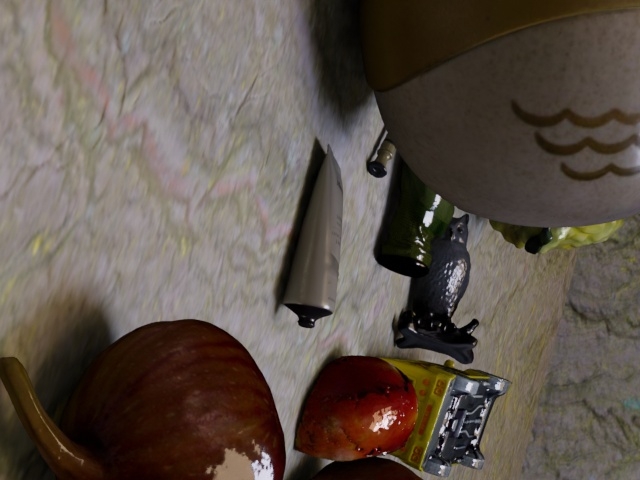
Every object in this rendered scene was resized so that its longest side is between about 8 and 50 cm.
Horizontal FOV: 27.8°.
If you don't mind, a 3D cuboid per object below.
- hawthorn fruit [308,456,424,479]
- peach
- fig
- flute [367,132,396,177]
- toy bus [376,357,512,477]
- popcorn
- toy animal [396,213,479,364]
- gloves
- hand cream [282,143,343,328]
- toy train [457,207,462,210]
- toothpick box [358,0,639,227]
[{"bbox_3d":[0.081,0.365,1.522,0.208,0.248,0.208,-40,136,-54],"label":"hawthorn fruit"},{"bbox_3d":[0.041,0.194,1.536,0.172,0.127,0.092,-9,121,-44],"label":"peach"},{"bbox_3d":[-0.128,0.149,0.907,0.207,0.175,0.175,-11,113,-55],"label":"fig"},{"bbox_3d":[0.107,-0.166,1.592,0.027,0.027,0.233,82,27,-49],"label":"flute"},{"bbox_3d":[0.159,0.241,1.832,0.330,0.152,0.144,20,89,-70],"label":"toy bus"},{"bbox_3d":[0.410,-0.105,2.171,0.237,0.293,0.293,10,94,-29],"label":"popcorn"},{"bbox_3d":[0.181,0.066,1.879,0.117,0.121,0.210,104,-1,-72],"label":"toy animal"},{"bbox_3d":[0.153,-0.079,1.670,0.268,0.107,0.135,-57,151,-6],"label":"gloves"},{"bbox_3d":[0.000,0.000,1.349,0.087,0.054,0.186,57,41,-72],"label":"hand cream"},{"bbox_3d":[0.262,-0.133,1.990,0.225,0.090,0.137,-58,157,-46],"label":"toy train"},{"bbox_3d":[0.239,-0.267,1.315,0.409,0.409,0.425,-54,146,-52],"label":"toothpick box"}]
